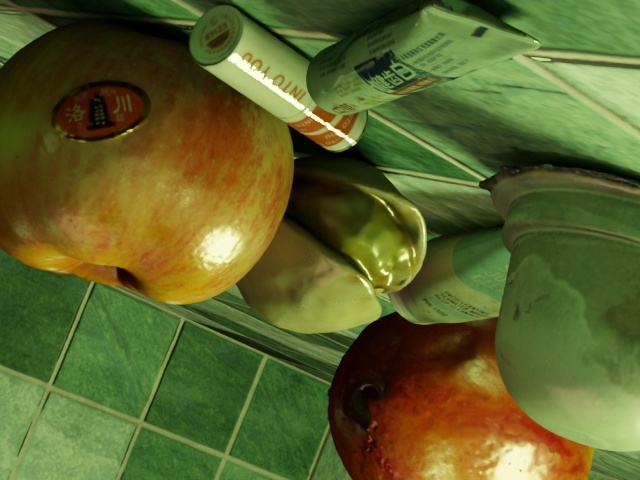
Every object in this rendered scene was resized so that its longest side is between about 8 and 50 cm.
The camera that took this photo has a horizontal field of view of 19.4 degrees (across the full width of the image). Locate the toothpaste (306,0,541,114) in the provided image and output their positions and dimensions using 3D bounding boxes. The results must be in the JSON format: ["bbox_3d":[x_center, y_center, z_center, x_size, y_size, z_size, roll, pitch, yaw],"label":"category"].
[{"bbox_3d":[0.038,-0.091,0.930,0.060,0.038,0.233,20,171,-17],"label":"toothpaste"}]

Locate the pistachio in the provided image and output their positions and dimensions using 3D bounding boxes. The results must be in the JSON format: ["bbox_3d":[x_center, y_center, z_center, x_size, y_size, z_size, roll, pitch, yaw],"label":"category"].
[{"bbox_3d":[0.000,0.000,1.354,0.144,0.144,0.215,23,167,-12],"label":"pistachio"}]

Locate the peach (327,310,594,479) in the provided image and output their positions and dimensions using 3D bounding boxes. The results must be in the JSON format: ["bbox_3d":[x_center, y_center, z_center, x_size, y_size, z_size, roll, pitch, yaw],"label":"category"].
[{"bbox_3d":[0.130,0.180,1.834,0.281,0.238,0.281,8,154,4],"label":"peach"}]

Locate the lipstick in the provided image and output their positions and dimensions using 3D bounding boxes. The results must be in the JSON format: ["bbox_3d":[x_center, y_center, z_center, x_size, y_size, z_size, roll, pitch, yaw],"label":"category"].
[{"bbox_3d":[-0.022,-0.092,1.081,0.038,0.038,0.131,16,171,39],"label":"lipstick"}]

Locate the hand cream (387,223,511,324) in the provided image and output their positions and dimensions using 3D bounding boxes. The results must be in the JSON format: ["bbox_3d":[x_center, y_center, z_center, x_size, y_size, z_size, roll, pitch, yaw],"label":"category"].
[{"bbox_3d":[0.138,0.026,1.397,0.111,0.070,0.312,26,168,-14],"label":"hand cream"}]

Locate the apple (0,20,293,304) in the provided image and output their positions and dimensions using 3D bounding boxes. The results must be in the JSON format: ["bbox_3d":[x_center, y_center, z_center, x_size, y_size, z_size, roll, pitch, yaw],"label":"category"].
[{"bbox_3d":[-0.123,-0.048,1.210,0.209,0.164,0.209,19,172,3],"label":"apple"}]

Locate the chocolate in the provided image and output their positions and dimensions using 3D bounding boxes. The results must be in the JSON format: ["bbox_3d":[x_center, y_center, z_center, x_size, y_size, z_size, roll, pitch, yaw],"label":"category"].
[{"bbox_3d":[0.181,0.053,1.135,0.221,0.147,0.221,18,174,2],"label":"chocolate"}]
